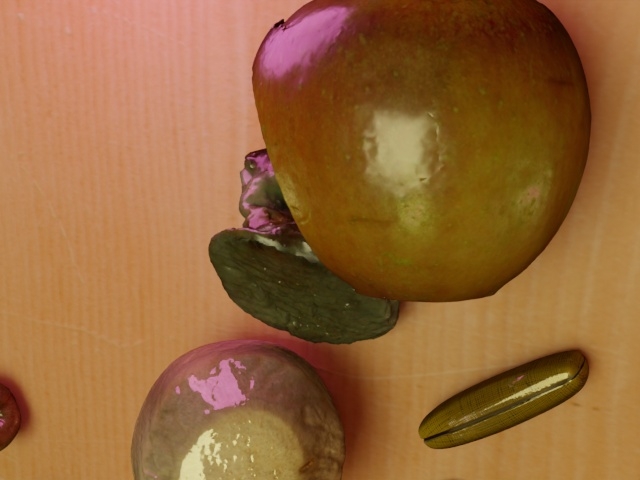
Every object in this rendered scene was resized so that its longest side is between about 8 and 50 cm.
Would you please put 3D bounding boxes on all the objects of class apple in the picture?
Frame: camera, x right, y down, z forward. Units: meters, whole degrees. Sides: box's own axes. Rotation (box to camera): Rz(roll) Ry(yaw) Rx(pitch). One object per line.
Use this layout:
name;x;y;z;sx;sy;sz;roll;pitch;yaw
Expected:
apple;0.108;-0.112;1.106;0.384;0.374;0.374;20;113;54
apple;-0.560;0.293;1.637;0.102;0.126;0.126;-22;91;41

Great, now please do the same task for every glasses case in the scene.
glasses case;0.225;0.201;1.239;0.234;0.079;0.064;-30;94;29

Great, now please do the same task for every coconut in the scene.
coconut;-0.111;0.281;1.325;0.329;0.329;0.328;6;104;26

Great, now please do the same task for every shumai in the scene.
shumai;0.000;0.000;1.294;0.222;0.203;0.272;-9;133;36
